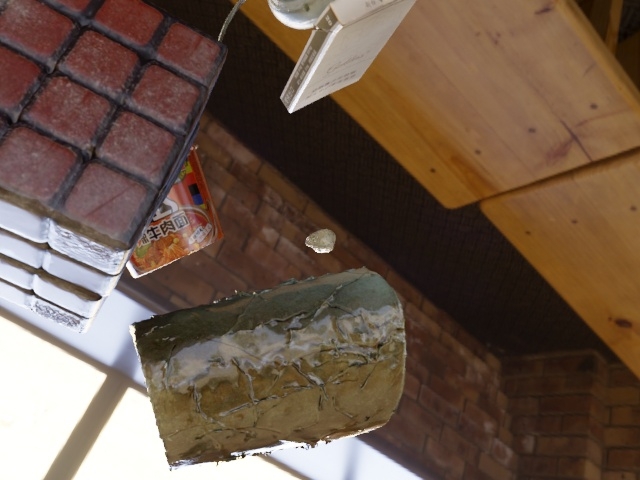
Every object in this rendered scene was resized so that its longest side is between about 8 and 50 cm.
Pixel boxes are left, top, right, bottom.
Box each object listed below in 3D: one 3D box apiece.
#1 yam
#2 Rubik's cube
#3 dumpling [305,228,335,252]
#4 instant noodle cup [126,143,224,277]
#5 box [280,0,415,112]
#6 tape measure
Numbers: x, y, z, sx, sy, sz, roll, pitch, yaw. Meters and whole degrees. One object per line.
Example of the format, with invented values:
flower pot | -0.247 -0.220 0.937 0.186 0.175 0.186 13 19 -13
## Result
yam | -0.074 0.177 0.847 0.348 0.241 0.241 -9 152 -15
Rubik's cube | -0.367 -0.127 0.806 0.343 0.345 0.337 28 146 -13
dumpling | 0.000 -0.002 1.295 0.057 0.076 0.052 10 144 -19
instant noodle cup | -0.313 -0.055 1.195 0.250 0.250 0.192 -19 98 47
box | 0.027 -0.208 0.655 0.029 0.109 0.198 58 159 3
tape measure | -0.097 -0.427 1.135 0.330 0.164 0.084 -30 147 20
